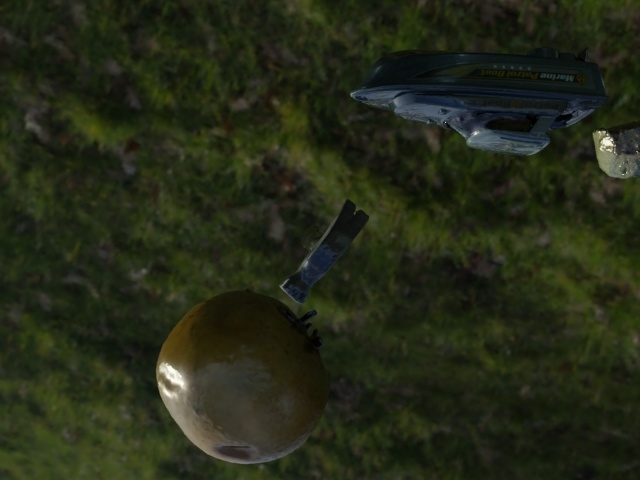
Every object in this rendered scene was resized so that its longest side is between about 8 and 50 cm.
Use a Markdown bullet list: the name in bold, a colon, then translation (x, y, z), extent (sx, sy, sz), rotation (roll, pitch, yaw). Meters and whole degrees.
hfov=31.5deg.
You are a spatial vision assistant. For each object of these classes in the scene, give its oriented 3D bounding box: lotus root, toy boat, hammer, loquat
- **lotus root**: translation (0.411, -0.118, 1.437), extent (0.143, 0.070, 0.144), rotation (-10, -175, 27)
- **toy boat**: translation (0.085, -0.081, 0.635), extent (0.141, 0.060, 0.055), rotation (2, 171, -12)
- **hammer**: translation (0.000, 0.000, 1.143), extent (0.029, 0.103, 0.246), rotation (40, -177, -6)
- **loquat**: translation (-0.083, 0.157, 1.326), extent (0.213, 0.213, 0.213), rotation (18, 168, 4)
